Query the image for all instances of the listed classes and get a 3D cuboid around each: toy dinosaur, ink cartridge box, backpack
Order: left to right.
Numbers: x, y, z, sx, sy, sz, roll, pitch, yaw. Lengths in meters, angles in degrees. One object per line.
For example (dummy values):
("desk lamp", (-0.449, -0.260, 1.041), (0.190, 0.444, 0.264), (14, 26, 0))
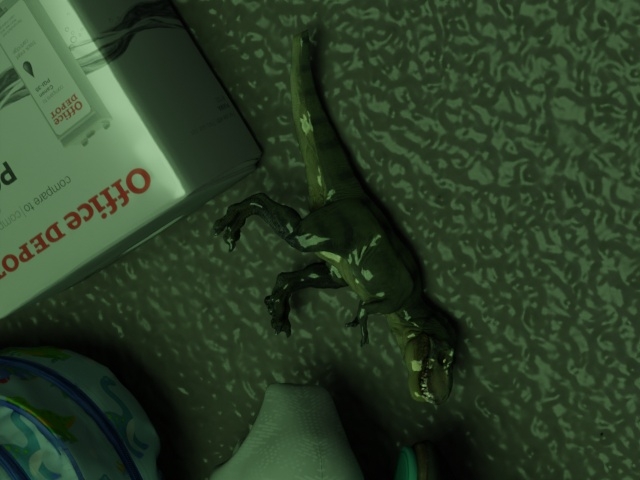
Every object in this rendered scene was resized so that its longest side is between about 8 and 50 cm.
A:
("backpack", (-0.283, 0.218, 1.199), (0.355, 0.273, 0.290), (-14, 93, 15))
("ink cartridge box", (-0.207, -0.116, 1.114), (0.207, 0.117, 0.283), (-31, 91, 28))
("toy dinosaur", (0.000, 0.000, 1.091), (0.118, 0.064, 0.268), (-25, 94, 14))

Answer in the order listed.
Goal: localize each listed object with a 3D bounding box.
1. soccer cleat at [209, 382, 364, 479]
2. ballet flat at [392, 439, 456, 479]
("soccer cleat", (-0.045, 0.236, 1.169), (0.116, 0.143, 0.331), (8, 136, -19))
("ballet flat", (0.074, 0.256, 1.122), (0.096, 0.095, 0.280), (9, 124, -8))
